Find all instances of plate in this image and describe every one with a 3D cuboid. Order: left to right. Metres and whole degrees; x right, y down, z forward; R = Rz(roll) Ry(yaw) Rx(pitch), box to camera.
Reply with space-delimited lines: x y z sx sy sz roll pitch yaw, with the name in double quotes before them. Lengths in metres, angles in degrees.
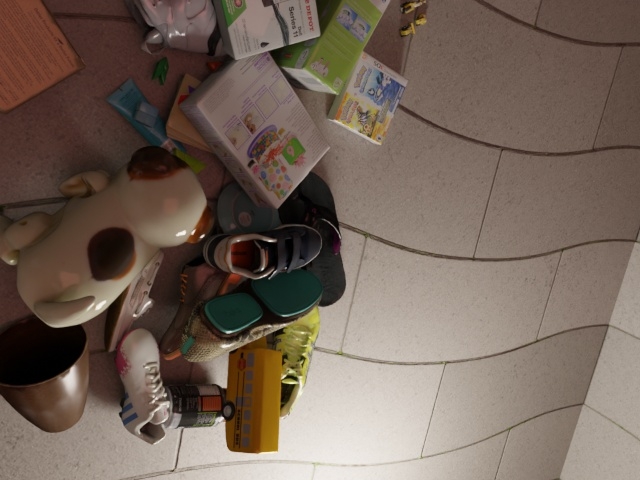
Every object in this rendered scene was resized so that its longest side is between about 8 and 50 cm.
"plate" -0.180 -0.069 1.565 0.188 0.024 0.188 11 72 -37

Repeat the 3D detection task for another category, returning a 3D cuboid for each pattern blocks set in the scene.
"pattern blocks set" -0.276 -0.293 1.445 0.325 0.026 0.285 36 72 -37

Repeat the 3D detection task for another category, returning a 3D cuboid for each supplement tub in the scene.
"supplement tub" -0.337 0.449 1.639 0.190 0.117 0.117 10 101 -35

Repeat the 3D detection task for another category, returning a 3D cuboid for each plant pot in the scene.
"plant pot" -0.620 0.324 1.379 0.215 0.215 0.230 -20 132 -26

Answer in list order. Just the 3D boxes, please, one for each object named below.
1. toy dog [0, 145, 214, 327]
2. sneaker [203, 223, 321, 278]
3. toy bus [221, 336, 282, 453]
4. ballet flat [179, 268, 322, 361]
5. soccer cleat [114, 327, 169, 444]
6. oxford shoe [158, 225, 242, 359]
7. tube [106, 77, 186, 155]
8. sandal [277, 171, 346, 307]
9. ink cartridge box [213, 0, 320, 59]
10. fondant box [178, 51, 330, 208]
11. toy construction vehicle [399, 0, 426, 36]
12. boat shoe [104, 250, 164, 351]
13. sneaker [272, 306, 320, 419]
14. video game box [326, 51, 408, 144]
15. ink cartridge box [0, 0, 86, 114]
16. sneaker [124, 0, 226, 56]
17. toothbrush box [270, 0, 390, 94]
"toy dog" -0.434 -0.031 1.255 0.408 0.395 0.284 -37 111 -9
"sneaker" -0.120 0.031 1.507 0.321 0.127 0.126 -8 103 -29
"toy bus" -0.181 0.396 1.630 0.108 0.130 0.333 21 65 -49
"ballet flat" -0.181 0.190 1.535 0.182 0.164 0.483 -48 165 28
"soccer cleat" -0.425 0.365 1.495 0.116 0.143 0.331 -29 138 -45
"oxford shoe" -0.321 0.129 1.544 0.133 0.130 0.364 39 75 -29
"tube" -0.395 -0.269 1.395 0.207 0.052 0.080 53 53 -31
"sandal" 0.002 0.000 1.707 0.167 0.107 0.446 -29 121 -21
"ink cartridge box" -0.116 -0.498 1.307 0.208 0.087 0.153 -22 125 -15
"fondant box" -0.150 -0.276 1.475 0.238 0.096 0.330 -52 123 -24
"toy construction vehicle" 0.264 -0.630 1.701 0.098 0.035 0.086 -31 121 -21
"boat shoe" -0.449 0.146 1.472 0.096 0.098 0.277 17 95 -35
"sneaker" -0.073 0.332 1.734 0.145 0.147 0.385 8 101 -16
"video game box" 0.135 -0.398 1.693 0.187 0.048 0.205 19 95 -34
"ink cartridge box" -0.616 -0.398 1.181 0.193 0.088 0.235 -38 122 -18
"sneaker" -0.305 -0.576 1.288 0.210 0.137 0.366 -16 118 -31
"toothbrush box" 0.017 -0.516 1.476 0.122 0.206 0.283 28 90 -36
